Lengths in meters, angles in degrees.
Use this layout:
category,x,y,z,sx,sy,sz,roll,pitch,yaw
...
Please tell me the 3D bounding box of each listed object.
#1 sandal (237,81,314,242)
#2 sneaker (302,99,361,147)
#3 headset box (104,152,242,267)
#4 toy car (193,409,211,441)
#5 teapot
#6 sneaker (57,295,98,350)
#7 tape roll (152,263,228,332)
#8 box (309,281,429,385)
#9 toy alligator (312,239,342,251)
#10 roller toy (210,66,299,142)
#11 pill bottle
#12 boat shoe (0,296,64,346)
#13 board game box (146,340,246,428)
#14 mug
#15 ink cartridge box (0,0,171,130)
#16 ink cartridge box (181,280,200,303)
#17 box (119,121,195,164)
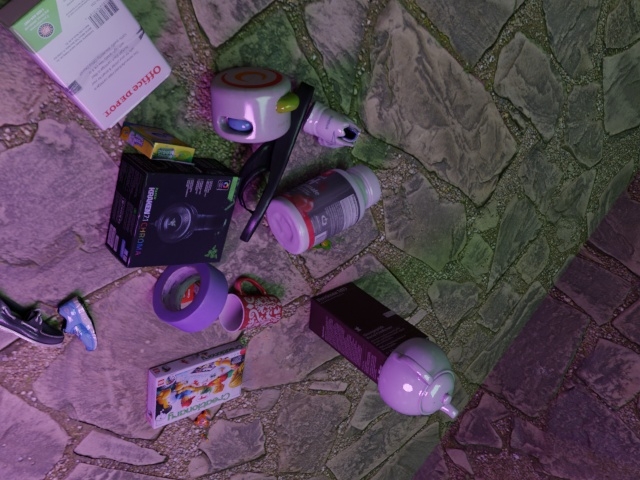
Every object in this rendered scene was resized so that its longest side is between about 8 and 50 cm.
category,x,y,z,sx,sy,sz,roll,pitch,yaw
sandal,-0.141,-0.213,1.723,0.107,0.167,0.445,22,89,-4
sneaker,0.054,-0.297,1.809,0.110,0.129,0.297,-66,162,11
headset box,-0.351,-0.072,1.603,0.283,0.131,0.246,-2,117,-44
toy car,-0.364,0.601,2.110,0.060,0.041,0.122,-34,135,-23
teapot,0.306,0.421,1.936,0.256,0.187,0.252,-9,119,-40
sneaker,-0.602,0.211,1.619,0.073,0.063,0.162,-21,124,-14
tape roll,-0.341,0.140,1.711,0.189,0.189,0.080,-52,139,-3
box,0.153,0.302,2.146,0.191,0.381,0.143,-20,126,-35
toy alligator,0.000,0.000,2.055,0.190,0.056,0.051,11,67,-47
roller toy,-0.167,-0.322,1.570,0.191,0.209,0.146,-12,125,-20
pill bottle,0.017,-0.102,1.902,0.319,0.176,0.176,-29,133,-28
boat shoe,-0.672,0.188,1.513,0.065,0.075,0.206,-53,135,2
board game box,-0.373,0.432,1.979,0.306,0.053,0.192,-14,125,-38
mug,-0.197,0.196,1.950,0.169,0.113,0.150,2,116,-48
ink cartridge box,-0.460,-0.389,1.298,0.198,0.115,0.272,-46,138,-11
ink cartridge box,-0.334,0.146,1.843,0.115,0.029,0.062,-14,125,-38
box,-0.361,-0.214,1.461,0.105,0.179,0.043,3,114,-45
